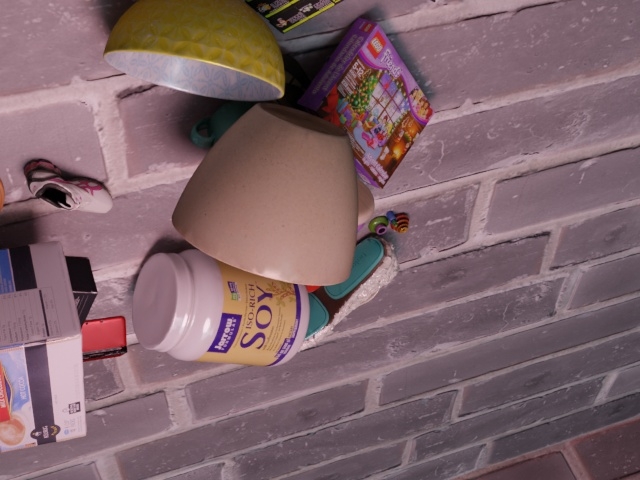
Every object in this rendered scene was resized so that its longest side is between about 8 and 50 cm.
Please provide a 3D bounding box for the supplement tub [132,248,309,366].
[{"bbox_3d":[-0.216,0.148,1.917,0.331,0.241,0.241,10,131,-37],"label":"supplement tub"}]

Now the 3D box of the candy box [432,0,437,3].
[{"bbox_3d":[0.161,-0.520,1.462,0.233,0.071,0.159,20,124,-42],"label":"candy box"}]

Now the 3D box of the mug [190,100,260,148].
[{"bbox_3d":[-0.155,-0.207,1.642,0.129,0.097,0.157,-36,141,16],"label":"mug"}]

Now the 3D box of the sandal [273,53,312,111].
[{"bbox_3d":[-0.045,-0.244,1.671,0.086,0.120,0.303,-4,147,26],"label":"sandal"}]

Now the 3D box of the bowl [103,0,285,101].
[{"bbox_3d":[-0.187,-0.333,1.400,0.289,0.289,0.156,12,87,-38],"label":"bowl"}]

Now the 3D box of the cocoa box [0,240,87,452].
[{"bbox_3d":[-0.573,0.208,1.633,0.227,0.231,0.347,-9,141,-21],"label":"cocoa box"}]

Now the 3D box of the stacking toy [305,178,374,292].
[{"bbox_3d":[0.000,0.000,1.969,0.141,0.141,0.330,-3,144,-26],"label":"stacking toy"}]

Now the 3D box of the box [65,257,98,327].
[{"bbox_3d":[-0.597,0.153,1.829,0.184,0.103,0.261,3,135,-35],"label":"box"}]

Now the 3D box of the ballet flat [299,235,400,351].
[{"bbox_3d":[0.032,0.158,2.116,0.409,0.147,0.147,-38,141,6],"label":"ballet flat"}]

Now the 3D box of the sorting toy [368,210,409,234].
[{"bbox_3d":[0.167,-0.034,2.072,0.101,0.042,0.061,-12,141,-15],"label":"sorting toy"}]

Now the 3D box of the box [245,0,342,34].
[{"bbox_3d":[-0.044,-0.437,1.429,0.190,0.045,0.184,-22,149,30],"label":"box"}]

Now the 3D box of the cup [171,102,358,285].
[{"bbox_3d":[-0.065,-0.100,1.521,0.331,0.331,0.237,8,109,-36],"label":"cup"}]

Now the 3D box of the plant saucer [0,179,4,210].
[{"bbox_3d":[-0.671,-0.069,1.576,0.199,0.037,0.200,-15,141,-13],"label":"plant saucer"}]

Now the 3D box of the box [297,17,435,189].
[{"bbox_3d":[0.096,-0.255,1.686,0.201,0.057,0.293,-56,141,-7],"label":"box"}]

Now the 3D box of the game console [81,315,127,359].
[{"bbox_3d":[-0.527,0.233,2.036,0.143,0.085,0.124,-6,170,-22],"label":"game console"}]

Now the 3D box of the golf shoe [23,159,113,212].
[{"bbox_3d":[-0.466,-0.079,1.637,0.067,0.086,0.186,-44,140,22],"label":"golf shoe"}]
